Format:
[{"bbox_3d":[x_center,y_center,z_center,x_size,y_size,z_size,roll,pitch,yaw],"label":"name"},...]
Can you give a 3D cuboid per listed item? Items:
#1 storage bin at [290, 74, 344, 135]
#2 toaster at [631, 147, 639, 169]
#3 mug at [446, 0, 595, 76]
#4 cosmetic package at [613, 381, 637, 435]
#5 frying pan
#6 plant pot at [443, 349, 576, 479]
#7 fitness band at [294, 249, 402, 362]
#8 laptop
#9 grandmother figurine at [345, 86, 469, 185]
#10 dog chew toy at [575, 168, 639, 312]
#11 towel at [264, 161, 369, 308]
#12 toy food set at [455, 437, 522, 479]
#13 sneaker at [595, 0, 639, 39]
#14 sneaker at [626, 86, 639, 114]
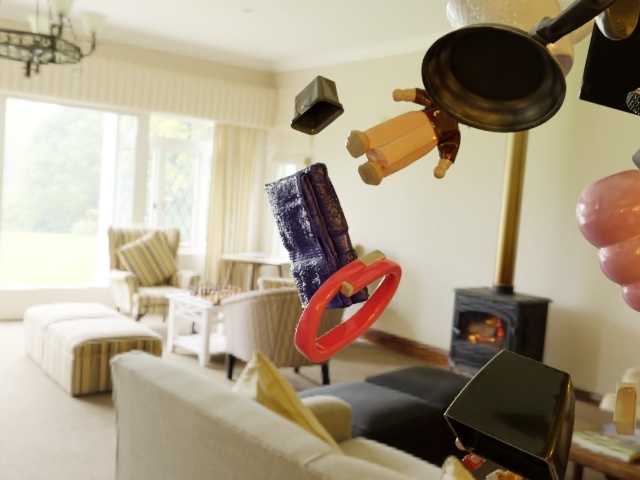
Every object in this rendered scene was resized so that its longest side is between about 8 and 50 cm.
[{"bbox_3d":[-0.017,-0.336,1.647,0.098,0.091,0.135,14,-32,-34],"label":"storage bin"},{"bbox_3d":[0.653,-0.178,1.159,0.110,0.168,0.185,46,-4,10],"label":"toaster"},{"bbox_3d":[0.579,-0.591,1.838,0.374,0.328,0.276,-28,-27,13],"label":"mug"},{"bbox_3d":[0.737,0.405,1.623,0.041,0.060,0.115,-3,42,32],"label":"cosmetic package"},{"bbox_3d":[0.238,-0.252,0.862,0.197,0.053,0.326,20,-27,7],"label":"frying pan"},{"bbox_3d":[0.355,0.307,1.191,0.187,0.167,0.188,18,-24,35],"label":"plant pot"},{"bbox_3d":[0.062,0.133,1.346,0.054,0.209,0.291,35,36,26],"label":"fitness band"},{"bbox_3d":[0.881,-0.494,1.587,0.408,0.382,0.236,23,54,26],"label":"laptop"},{"bbox_3d":[0.224,-0.230,1.410,0.342,0.208,0.104,-31,20,-22],"label":"grandmother figurine"},{"bbox_3d":[0.715,0.011,1.520,0.207,0.332,0.206,-17,-8,-2],"label":"dog chew toy"},{"bbox_3d":[-0.023,0.002,1.447,0.076,0.308,0.228,-19,2,-35],"label":"towel"},{"bbox_3d":[0.470,0.589,1.874,0.104,0.111,0.232,-3,36,-45],"label":"toy food set"},{"bbox_3d":[0.491,-0.483,1.243,0.090,0.270,0.145,-9,-1,-25],"label":"sneaker"},{"bbox_3d":[0.698,-0.258,1.342,0.075,0.161,0.057,-34,-26,-18],"label":"sneaker"}]
